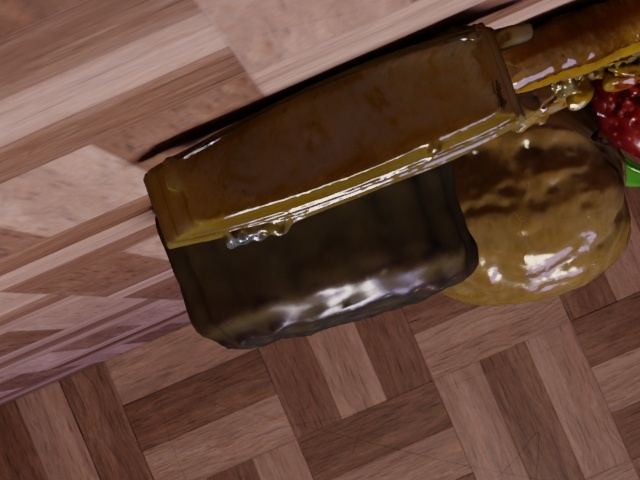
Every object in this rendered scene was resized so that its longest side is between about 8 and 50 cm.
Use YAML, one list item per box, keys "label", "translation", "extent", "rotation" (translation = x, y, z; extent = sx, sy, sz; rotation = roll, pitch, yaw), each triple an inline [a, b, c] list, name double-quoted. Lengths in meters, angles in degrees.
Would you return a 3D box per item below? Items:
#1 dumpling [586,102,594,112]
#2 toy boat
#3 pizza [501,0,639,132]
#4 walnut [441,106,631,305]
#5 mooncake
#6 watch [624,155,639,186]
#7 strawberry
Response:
- label: "dumpling"
  translation: [0.314, -0.154, 1.833]
  extent: [0.176, 0.092, 0.150]
  rotation: [-24, 177, 17]
- label: "toy boat"
  translation: [0.023, -0.075, 1.206]
  extent: [0.310, 0.089, 0.115]
  rotation: [-24, 179, 1]
- label: "pizza"
  translation: [0.199, -0.147, 1.438]
  extent: [0.287, 0.074, 0.251]
  rotation: [-29, 171, 41]
- label: "walnut"
  translation: [0.194, -0.044, 1.729]
  extent: [0.257, 0.224, 0.257]
  rotation: [1, 143, 1]
- label: "mooncake"
  translation: [0.000, 0.000, 1.508]
  extent: [0.290, 0.161, 0.290]
  rotation: [-18, 175, -2]
- label: "watch"
  translation: [0.396, -0.151, 1.966]
  extent: [0.165, 0.152, 0.131]
  rotation: [-21, 173, -17]
- label: "strawberry"
  translation: [0.377, -0.158, 1.632]
  extent: [0.201, 0.187, 0.184]
  rotation: [-26, -151, 49]
